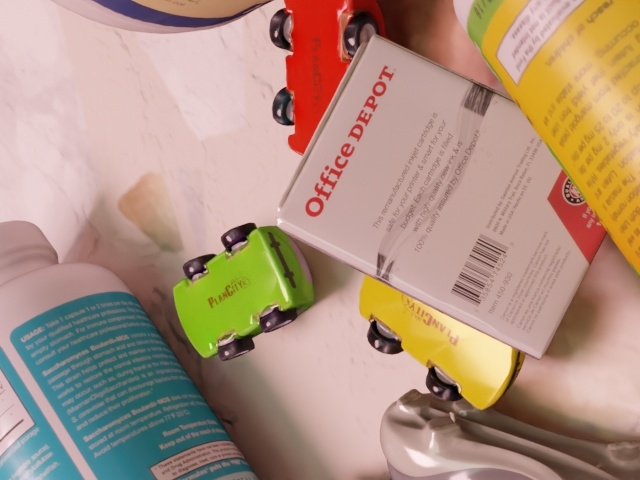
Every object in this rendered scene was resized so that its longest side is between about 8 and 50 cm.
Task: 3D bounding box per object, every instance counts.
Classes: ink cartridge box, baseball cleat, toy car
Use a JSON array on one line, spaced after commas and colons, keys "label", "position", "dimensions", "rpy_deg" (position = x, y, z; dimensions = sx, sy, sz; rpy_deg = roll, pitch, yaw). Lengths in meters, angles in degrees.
[{"label": "ink cartridge box", "position": [0.062, -0.019, 0.656], "dimensions": [0.135, 0.056, 0.099], "rpy_deg": [27, 88, 10]}, {"label": "baseball cleat", "position": [0.118, 0.141, 0.710], "dimensions": [0.206, 0.072, 0.109], "rpy_deg": [23, 130, 43]}, {"label": "toy car", "position": [0.000, 0.000, 0.781], "dimensions": [0.225, 0.053, 0.239], "rpy_deg": [-33, 78, 44]}]

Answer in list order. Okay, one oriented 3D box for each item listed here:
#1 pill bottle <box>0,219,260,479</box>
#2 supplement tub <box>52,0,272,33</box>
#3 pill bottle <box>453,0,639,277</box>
[{"label": "pill bottle", "position": [-0.147, 0.116, 0.887], "dimensions": [0.264, 0.146, 0.146], "rpy_deg": [54, 131, 19]}, {"label": "supplement tub", "position": [-0.002, -0.235, 0.594], "dimensions": [0.316, 0.228, 0.228], "rpy_deg": [-16, 90, 45]}, {"label": "pill bottle", "position": [0.170, -0.036, 0.550], "dimensions": [0.136, 0.136, 0.246], "rpy_deg": [-46, 69, 40]}]
